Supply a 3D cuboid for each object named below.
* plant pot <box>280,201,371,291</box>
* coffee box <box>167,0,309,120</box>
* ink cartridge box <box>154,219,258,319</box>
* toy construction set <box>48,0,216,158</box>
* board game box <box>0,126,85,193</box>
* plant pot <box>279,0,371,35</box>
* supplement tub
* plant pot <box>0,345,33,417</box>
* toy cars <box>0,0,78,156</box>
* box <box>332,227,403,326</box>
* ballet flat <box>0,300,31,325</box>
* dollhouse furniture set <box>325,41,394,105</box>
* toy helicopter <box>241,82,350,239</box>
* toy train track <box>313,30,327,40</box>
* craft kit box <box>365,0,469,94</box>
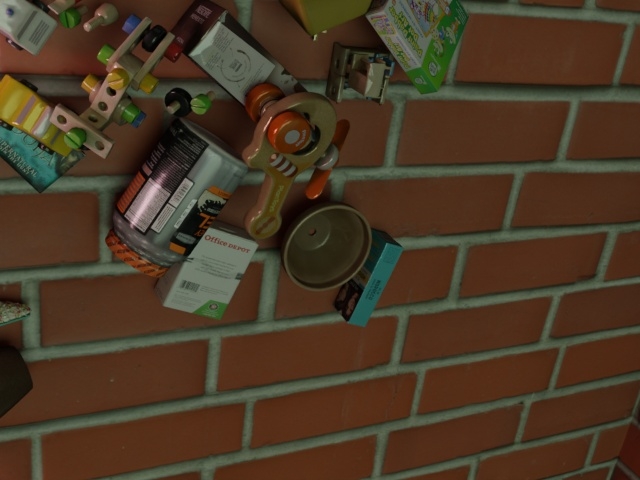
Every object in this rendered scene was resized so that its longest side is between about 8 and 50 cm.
[{"bbox_3d":[0.000,0.000,1.982,0.237,0.110,0.237,-12,120,-21],"label":"plant pot"},{"bbox_3d":[-0.160,-0.358,1.667,0.119,0.168,0.297,-48,128,3],"label":"coffee box"},{"bbox_3d":[-0.271,0.061,1.882,0.160,0.092,0.219,20,105,-35],"label":"ink cartridge box"},{"bbox_3d":[-0.410,-0.305,1.483,0.308,0.258,0.237,59,38,-22],"label":"toy construction set"},{"bbox_3d":[-0.588,-0.200,1.614,0.126,0.026,0.186,-41,127,-2],"label":"board game box"},{"bbox_3d":[-0.002,-0.553,1.627,0.212,0.212,0.187,-26,146,-13],"label":"plant pot"},{"bbox_3d":[-0.315,-0.089,1.715,0.194,0.193,0.316,30,100,-36],"label":"supplement tub"},{"bbox_3d":[-0.754,0.324,1.718,0.230,0.215,0.215,-25,126,-31],"label":"plant pot"},{"bbox_3d":[-0.558,-0.328,1.500,0.177,0.087,0.393,-22,118,-24],"label":"toy cars"},{"bbox_3d":[0.124,0.098,2.108,0.060,0.100,0.244,15,107,-32],"label":"box"},{"bbox_3d":[-0.748,0.169,1.699,0.241,0.091,0.077,-21,102,-21],"label":"ballet flat"},{"bbox_3d":[0.114,-0.359,1.800,0.129,0.183,0.128,-3,117,-26],"label":"dollhouse furniture set"},{"bbox_3d":[-0.065,-0.151,1.673,0.235,0.140,0.355,-1,129,-36],"label":"toy helicopter"},{"bbox_3d":[-0.007,-0.489,1.774,0.048,0.014,0.083,1,109,-21],"label":"toy train track"},{"bbox_3d":[0.224,-0.504,1.788,0.250,0.061,0.246,45,60,-37],"label":"craft kit box"}]
